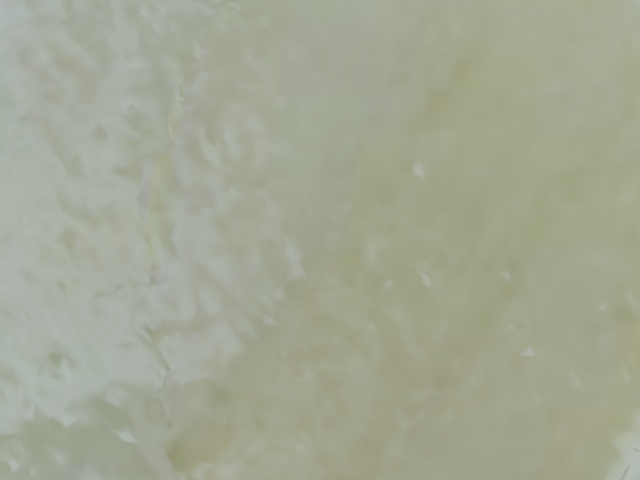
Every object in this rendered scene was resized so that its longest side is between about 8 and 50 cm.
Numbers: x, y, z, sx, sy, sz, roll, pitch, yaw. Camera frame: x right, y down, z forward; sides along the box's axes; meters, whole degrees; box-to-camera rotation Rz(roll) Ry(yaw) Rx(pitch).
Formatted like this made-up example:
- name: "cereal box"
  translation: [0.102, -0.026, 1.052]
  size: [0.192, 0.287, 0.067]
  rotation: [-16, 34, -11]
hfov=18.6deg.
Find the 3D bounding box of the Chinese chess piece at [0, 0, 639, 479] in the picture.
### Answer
- name: "Chinese chess piece"
  translation: [0.000, 0.000, 0.581]
  size: [0.251, 0.251, 0.097]
  rotation: [-55, -11, 3]
